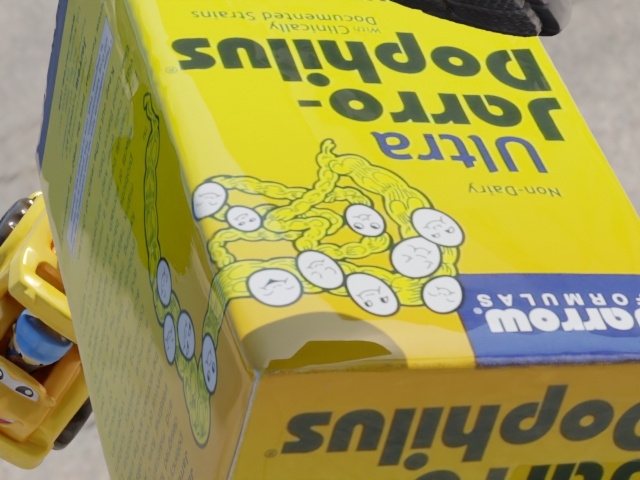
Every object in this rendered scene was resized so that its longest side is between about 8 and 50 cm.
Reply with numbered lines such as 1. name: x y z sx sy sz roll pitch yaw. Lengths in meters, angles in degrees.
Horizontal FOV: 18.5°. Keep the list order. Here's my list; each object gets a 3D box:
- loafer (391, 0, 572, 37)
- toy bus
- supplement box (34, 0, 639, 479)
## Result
1. loafer: 0.001 -0.141 0.579 0.109 0.302 0.095 16 87 36
2. toy bus: -0.194 0.043 1.533 0.211 0.149 0.220 -38 18 54
3. supplement box: 0.000 0.000 0.902 0.194 0.195 0.356 -1 42 -20
